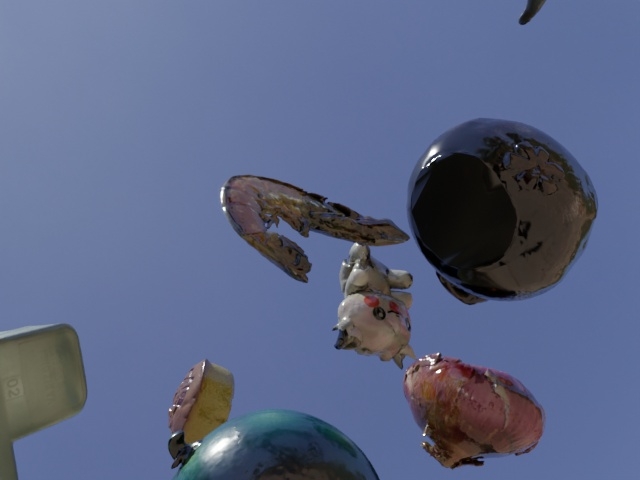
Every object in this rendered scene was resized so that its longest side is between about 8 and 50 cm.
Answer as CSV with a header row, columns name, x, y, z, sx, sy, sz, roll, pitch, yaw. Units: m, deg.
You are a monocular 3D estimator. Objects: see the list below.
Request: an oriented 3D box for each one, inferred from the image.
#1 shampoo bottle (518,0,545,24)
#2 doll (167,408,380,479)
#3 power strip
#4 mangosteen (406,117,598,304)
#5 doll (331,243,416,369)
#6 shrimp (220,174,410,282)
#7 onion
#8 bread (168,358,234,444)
name,x,y,z,sx,sy,sz,roll,pitch,yaw
shampoo bottle,0.271,-0.326,0.733,0.284,0.101,0.101,-54,-50,-28
doll,-0.007,0.274,0.644,0.322,0.186,0.198,35,-99,-1
power strip,-0.340,0.141,0.625,0.261,0.141,0.229,-13,-85,-71
mangosteen,0.239,-0.032,1.057,0.233,0.288,0.287,-12,-62,-52
doll,0.074,0.097,1.085,0.149,0.192,0.095,32,-51,-33
shrimp,0.001,-0.003,0.661,0.195,0.148,0.035,17,-67,-16
onion,0.229,0.278,1.138,0.230,0.230,0.163,45,-123,-37
bread,-0.189,0.256,1.176,0.086,0.156,0.125,23,-63,-14
